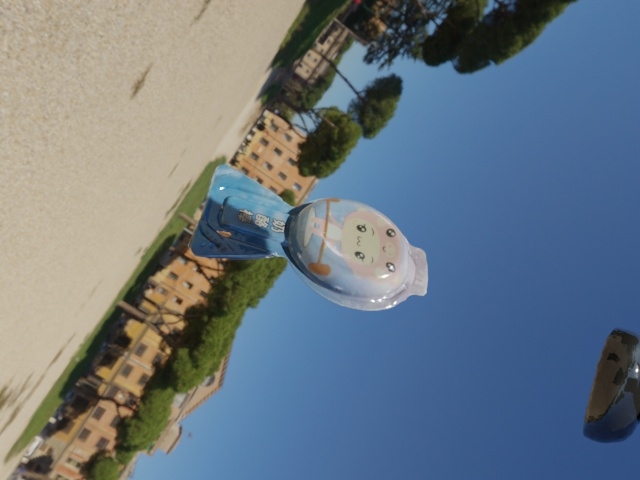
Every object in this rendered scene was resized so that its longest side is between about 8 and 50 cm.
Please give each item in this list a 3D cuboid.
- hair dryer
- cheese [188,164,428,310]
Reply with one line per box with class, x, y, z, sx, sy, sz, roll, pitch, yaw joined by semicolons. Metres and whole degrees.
hair dryer;0.538;0.187;0.649;0.320;0.156;0.284;10;-150;31
cheese;0.000;0.000;0.509;0.052;0.244;0.135;121;-18;-48
